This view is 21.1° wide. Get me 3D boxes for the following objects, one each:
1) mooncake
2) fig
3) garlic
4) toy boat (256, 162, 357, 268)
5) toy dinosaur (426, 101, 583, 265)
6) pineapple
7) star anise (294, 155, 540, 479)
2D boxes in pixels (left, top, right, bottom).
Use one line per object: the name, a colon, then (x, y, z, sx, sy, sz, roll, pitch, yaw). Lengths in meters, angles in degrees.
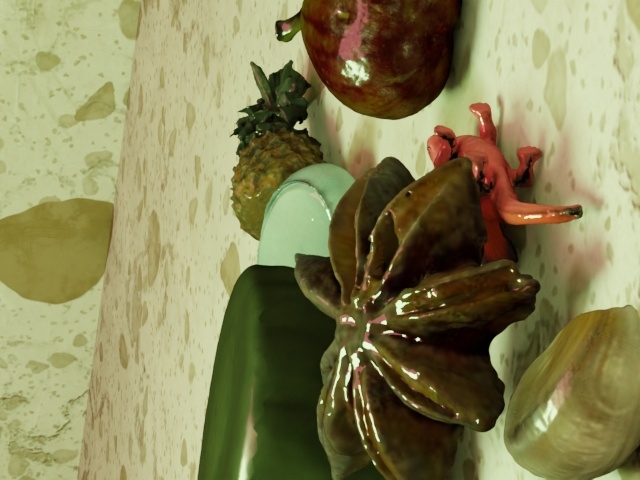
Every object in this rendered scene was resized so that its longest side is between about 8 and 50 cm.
mooncake: (-0.009, 0.203, 1.681, 0.356, 0.194, 0.356, -173, 90, -82)
fig: (0.035, -0.209, 1.686, 0.274, 0.145, 0.170, 16, 103, 58)
garlic: (0.187, 0.128, 1.269, 0.195, 0.087, 0.101, 117, 164, -63)
toy boat: (0.000, 0.000, 1.921, 0.134, 0.079, 0.208, 44, 138, 30)
toy dinosaur: (0.150, -0.017, 1.466, 0.286, 0.070, 0.139, -129, 33, -60)
pineapple: (-0.050, -0.108, 2.059, 0.248, 0.128, 0.128, -97, 17, -45)
star anise: (0.064, 0.077, 1.430, 0.315, 0.108, 0.315, -2, 88, 59)
